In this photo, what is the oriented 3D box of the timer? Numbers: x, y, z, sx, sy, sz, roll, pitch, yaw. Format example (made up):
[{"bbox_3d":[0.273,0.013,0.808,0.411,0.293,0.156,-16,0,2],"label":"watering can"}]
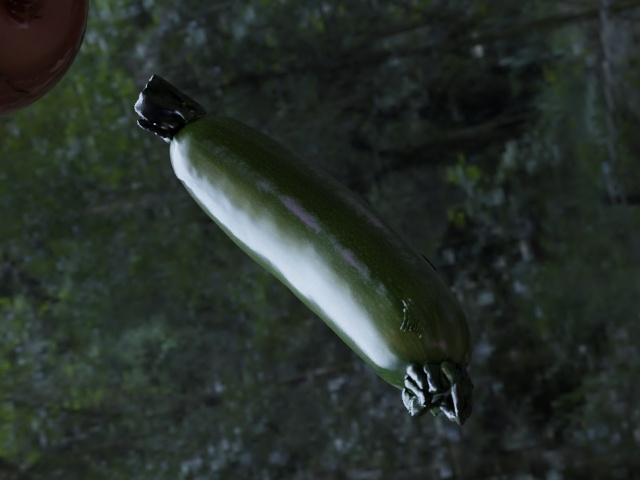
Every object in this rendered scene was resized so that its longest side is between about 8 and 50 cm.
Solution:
[{"bbox_3d":[-0.340,-0.226,1.502,0.229,0.215,0.230,-1,-89,-40],"label":"timer"}]

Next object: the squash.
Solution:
[{"bbox_3d":[0.001,0.001,0.911,0.318,0.071,0.080,43,175,36],"label":"squash"}]
